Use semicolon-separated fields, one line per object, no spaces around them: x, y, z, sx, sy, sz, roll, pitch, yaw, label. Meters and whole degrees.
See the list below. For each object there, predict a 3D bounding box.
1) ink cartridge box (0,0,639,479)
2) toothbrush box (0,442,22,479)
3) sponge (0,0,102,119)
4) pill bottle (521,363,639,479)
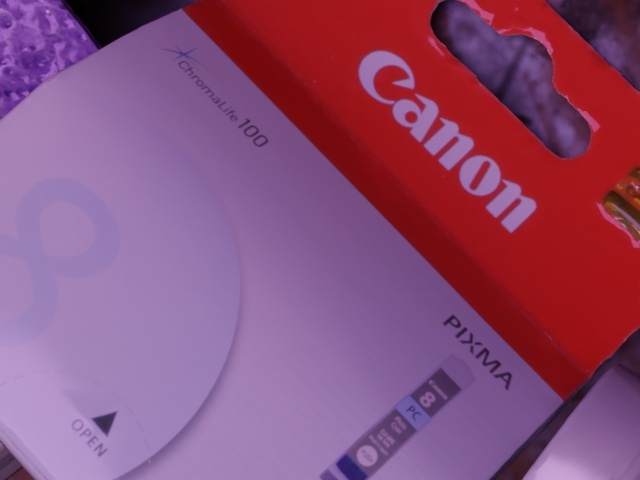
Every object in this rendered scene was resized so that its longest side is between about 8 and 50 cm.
0.000;0.000;0.971;0.385;0.091;0.308;-43;81;-8;ink cartridge box
-0.289;0.029;1.094;0.216;0.126;0.295;-39;82;10;toothbrush box
-0.233;-0.082;0.993;0.210;0.031;0.117;-39;99;1;sponge
0.235;0.199;0.929;0.301;0.169;0.169;36;99;13;pill bottle
